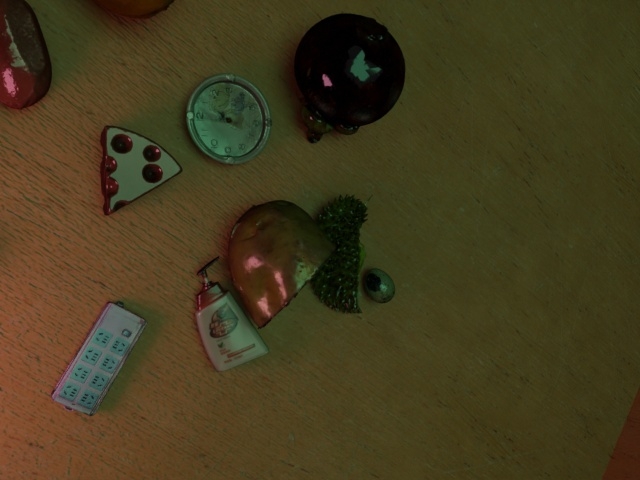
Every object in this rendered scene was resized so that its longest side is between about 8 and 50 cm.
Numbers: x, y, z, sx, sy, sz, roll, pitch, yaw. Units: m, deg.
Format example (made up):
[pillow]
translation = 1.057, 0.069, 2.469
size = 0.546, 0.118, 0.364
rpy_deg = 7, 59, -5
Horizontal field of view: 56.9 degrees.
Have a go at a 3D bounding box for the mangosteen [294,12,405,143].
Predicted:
[mangosteen]
translation = 0.063, -0.437, 1.615
size = 0.306, 0.359, 0.306
rpy_deg = 16, 49, -20

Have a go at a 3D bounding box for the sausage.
[sausage]
translation = -0.668, -0.419, 1.283
size = 0.148, 0.148, 0.254
rpy_deg = -24, 103, -25

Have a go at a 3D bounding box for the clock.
[clock]
translation = -0.242, -0.316, 1.553
size = 0.236, 0.053, 0.236
rpy_deg = -2, 94, -27

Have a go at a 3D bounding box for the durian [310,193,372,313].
[durian]
translation = 0.060, 0.041, 1.687
size = 0.169, 0.157, 0.356
rpy_deg = -12, 108, -65

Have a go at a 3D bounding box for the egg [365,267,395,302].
[egg]
translation = 0.175, 0.134, 1.758
size = 0.085, 0.085, 0.110
rpy_deg = -30, 103, -24

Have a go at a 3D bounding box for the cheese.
[cheese]
translation = -0.466, -0.185, 1.404
size = 0.203, 0.128, 0.177
rpy_deg = -34, 104, -19

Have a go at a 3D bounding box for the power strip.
[power strip]
translation = -0.529, 0.283, 1.419
size = 0.109, 0.037, 0.279
rpy_deg = 34, 76, -23

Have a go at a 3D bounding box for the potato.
[potato]
translation = -0.134, 0.034, 1.525
size = 0.237, 0.301, 0.289
rpy_deg = 44, 42, -4

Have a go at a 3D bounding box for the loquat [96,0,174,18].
[loquat]
translation = -0.439, -0.643, 1.323
size = 0.284, 0.276, 0.276
rpy_deg = 29, 77, -41

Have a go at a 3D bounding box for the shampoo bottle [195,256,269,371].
[shampoo bottle]
translation = -0.254, 0.190, 1.537
size = 0.153, 0.071, 0.284
rpy_deg = -22, 101, -12
